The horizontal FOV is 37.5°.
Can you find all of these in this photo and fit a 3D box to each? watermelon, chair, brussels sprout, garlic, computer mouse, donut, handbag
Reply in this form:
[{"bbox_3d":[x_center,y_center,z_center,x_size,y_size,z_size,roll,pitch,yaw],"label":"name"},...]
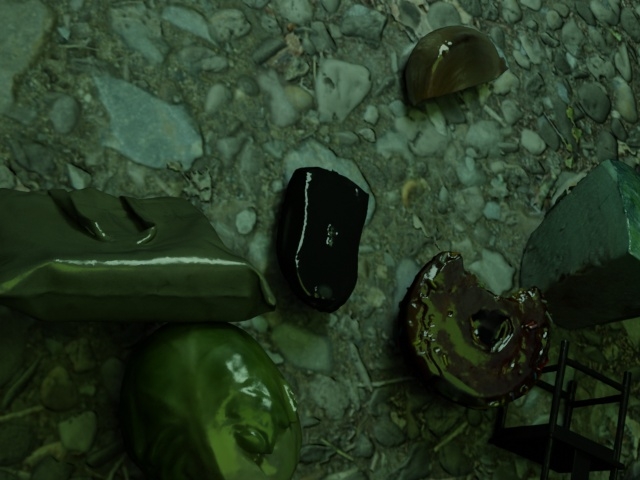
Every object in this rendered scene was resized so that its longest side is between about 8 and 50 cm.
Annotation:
[{"bbox_3d":[0.427,0.035,1.452,0.228,0.258,0.387,69,14,19],"label":"watermelon"},{"bbox_3d":[0.343,0.296,1.355,0.155,0.141,0.260,26,65,-21],"label":"chair"},{"bbox_3d":[-0.123,0.205,1.072,0.244,0.244,0.244,7,74,-27],"label":"brussels sprout"},{"bbox_3d":[0.203,-0.281,1.461,0.196,0.087,0.101,-24,103,-35],"label":"garlic"},{"bbox_3d":[0.000,0.000,1.279,0.122,0.073,0.217,23,61,-25],"label":"computer mouse"},{"bbox_3d":[0.212,0.134,1.340,0.230,0.096,0.216,13,73,-18],"label":"donut"},{"bbox_3d":[-0.238,0.018,1.058,0.316,0.253,0.109,1,113,-29],"label":"handbag"}]

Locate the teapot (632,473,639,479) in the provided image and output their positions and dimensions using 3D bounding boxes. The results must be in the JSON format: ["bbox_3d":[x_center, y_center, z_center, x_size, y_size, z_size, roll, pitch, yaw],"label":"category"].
[{"bbox_3d":[0.550,0.442,1.440,0.294,0.129,0.193,15,70,-26],"label":"teapot"}]
